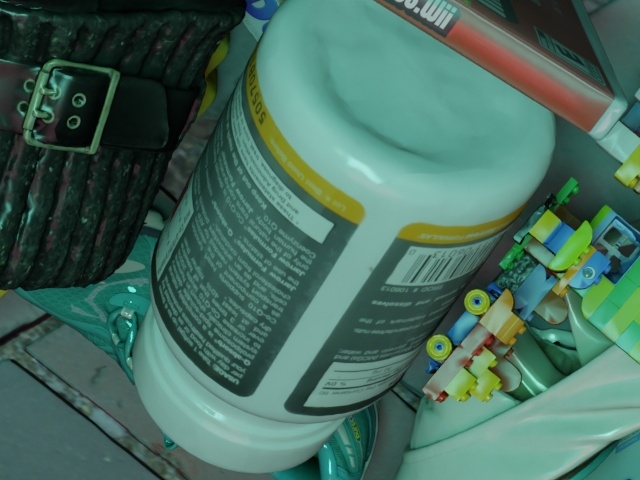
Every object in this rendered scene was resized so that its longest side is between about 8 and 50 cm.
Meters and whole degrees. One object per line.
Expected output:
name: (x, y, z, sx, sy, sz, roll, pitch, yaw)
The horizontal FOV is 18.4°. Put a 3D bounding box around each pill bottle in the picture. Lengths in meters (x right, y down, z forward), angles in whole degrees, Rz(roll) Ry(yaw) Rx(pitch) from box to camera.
pill bottle: (0.000, 0.000, 1.068, 0.162, 0.162, 0.278, 23, 136, -8)

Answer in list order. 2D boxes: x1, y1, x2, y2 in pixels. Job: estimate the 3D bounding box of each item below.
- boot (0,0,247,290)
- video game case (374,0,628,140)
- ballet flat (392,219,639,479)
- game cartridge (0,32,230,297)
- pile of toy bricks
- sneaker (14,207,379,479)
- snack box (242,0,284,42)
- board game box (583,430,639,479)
boot: (-0.181, -0.117, 0.934, 0.348, 0.131, 0.260, 19, 117, -36)
video game case: (0.009, -0.162, 0.917, 0.285, 0.204, 0.025, 30, 111, -15)
ballet flat: (0.159, 0.073, 1.173, 0.400, 0.139, 0.139, -33, 118, 32)
game cartridge: (-0.250, -0.113, 1.084, 0.285, 0.052, 0.324, -40, 118, 20)
pile of toy bricks: (0.155, 0.024, 1.060, 0.105, 0.118, 0.212, 41, 93, 9)
sneaker: (-0.077, 0.072, 1.226, 0.275, 0.110, 0.107, 32, 133, -16)
snack box: (0.018, -0.092, 1.105, 0.064, 0.022, 0.178, -17, 127, 30)
board game box: (0.258, 0.254, 1.293, 0.275, 0.142, 0.144, 36, 132, -20)
